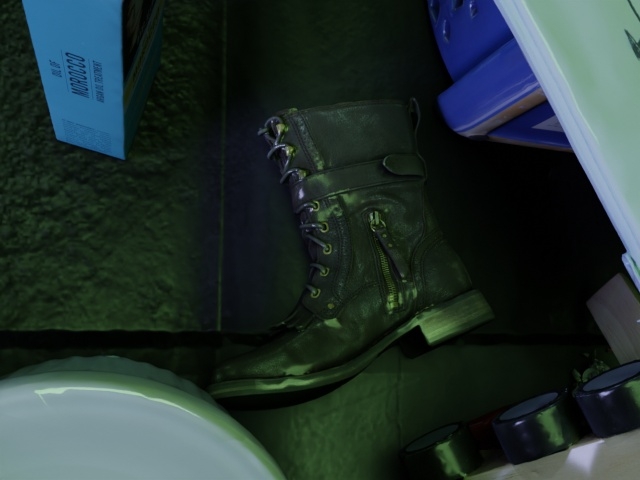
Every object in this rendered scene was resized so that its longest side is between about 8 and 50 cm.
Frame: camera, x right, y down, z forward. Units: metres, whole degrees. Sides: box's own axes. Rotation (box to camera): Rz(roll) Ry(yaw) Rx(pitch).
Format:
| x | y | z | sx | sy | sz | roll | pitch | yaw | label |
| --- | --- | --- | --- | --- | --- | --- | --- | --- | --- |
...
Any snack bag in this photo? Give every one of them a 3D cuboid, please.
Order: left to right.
| x | y | z | sx | sy | sz | roll | pitch | yaw | label |
| --- | --- | --- | --- | --- | --- | --- | --- | --- | --- |
| 0.294 | -0.151 | 0.516 | 0.342 | 0.037 | 0.323 | -31 | 97 | -13 | snack bag |

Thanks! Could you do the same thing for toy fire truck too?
| x | y | z | sx | sy | sz | roll | pitch | yaw | label |
| --- | --- | --- | --- | --- | --- | --- | --- | --- | --- |
| 0.198 | 0.135 | 0.574 | 0.246 | 0.217 | 0.158 | -13 | 75 | -57 | toy fire truck |

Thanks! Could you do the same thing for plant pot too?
| x | y | z | sx | sy | sz | roll | pitch | yaw | label |
| --- | --- | --- | --- | --- | --- | --- | --- | --- | --- |
| 0.230 | -0.197 | 0.633 | 0.236 | 0.236 | 0.212 | 6 | 81 | -14 | plant pot |

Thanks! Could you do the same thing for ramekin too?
| x | y | z | sx | sy | sz | roll | pitch | yaw | label |
| --- | --- | --- | --- | --- | --- | --- | --- | --- | --- |
| -0.144 | 0.194 | 0.443 | 0.273 | 0.127 | 0.273 | -1 | 98 | -10 | ramekin |

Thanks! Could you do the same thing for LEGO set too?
| x | y | z | sx | sy | sz | roll | pitch | yaw | label |
| --- | --- | --- | --- | --- | --- | --- | --- | --- | --- |
| 0.257 | 0.117 | 0.661 | 0.054 | 0.023 | 0.083 | 43 | 69 | -1 | LEGO set |

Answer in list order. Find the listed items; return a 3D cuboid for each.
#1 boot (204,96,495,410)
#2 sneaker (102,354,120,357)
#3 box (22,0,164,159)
| x | y | z | sx | sy | sz | roll | pitch | yaw | label |
| --- | --- | --- | --- | --- | --- | --- | --- | --- | --- |
| 0.000 | 0.000 | 0.602 | 0.263 | 0.091 | 0.229 | -17 | 75 | -22 | boot |
| -0.164 | 0.146 | 0.523 | 0.052 | 0.058 | 0.135 | 10 | 74 | -12 | sneaker |
| -0.147 | -0.149 | 0.507 | 0.060 | 0.244 | 0.100 | 17 | 72 | -10 | box |
